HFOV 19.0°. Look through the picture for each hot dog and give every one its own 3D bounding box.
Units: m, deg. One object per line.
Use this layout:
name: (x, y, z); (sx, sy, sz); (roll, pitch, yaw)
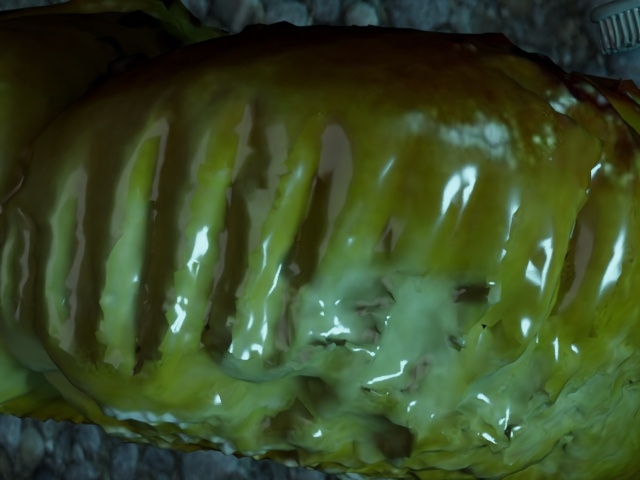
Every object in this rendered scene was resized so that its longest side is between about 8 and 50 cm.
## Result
hot dog: (0.000, 0.000, 0.776); (0.367, 0.365, 0.196); (4, 88, 39)

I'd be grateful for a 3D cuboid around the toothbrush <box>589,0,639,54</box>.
toothbrush: (0.238, -0.126, 0.810); (0.286, 0.020, 0.025); (-15, 86, 39)
